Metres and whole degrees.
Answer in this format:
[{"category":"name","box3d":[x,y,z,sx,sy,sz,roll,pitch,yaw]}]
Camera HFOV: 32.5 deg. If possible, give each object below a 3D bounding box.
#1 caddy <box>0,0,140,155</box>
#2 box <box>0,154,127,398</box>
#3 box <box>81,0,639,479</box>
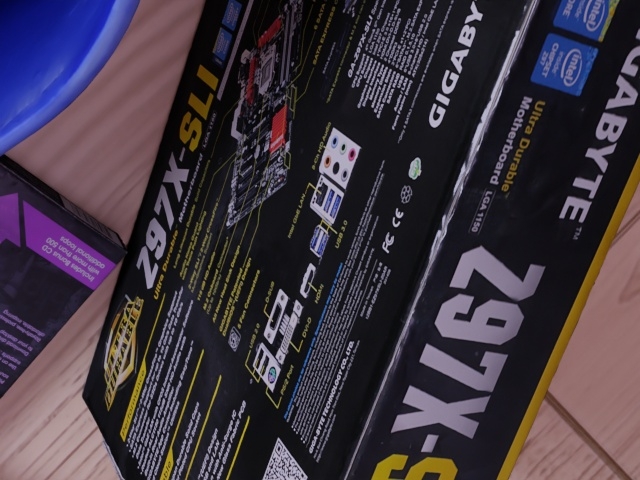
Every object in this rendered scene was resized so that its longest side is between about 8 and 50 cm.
[{"category":"caddy","box3d":[-0.202,-0.105,0.324,0.341,0.179,0.241,-30,125,21]},{"category":"box","box3d":[-0.191,0.032,0.540,0.162,0.029,0.116,-49,124,4]},{"category":"box","box3d":[0.000,0.000,0.479,0.079,0.257,0.322,11,107,-29]}]
